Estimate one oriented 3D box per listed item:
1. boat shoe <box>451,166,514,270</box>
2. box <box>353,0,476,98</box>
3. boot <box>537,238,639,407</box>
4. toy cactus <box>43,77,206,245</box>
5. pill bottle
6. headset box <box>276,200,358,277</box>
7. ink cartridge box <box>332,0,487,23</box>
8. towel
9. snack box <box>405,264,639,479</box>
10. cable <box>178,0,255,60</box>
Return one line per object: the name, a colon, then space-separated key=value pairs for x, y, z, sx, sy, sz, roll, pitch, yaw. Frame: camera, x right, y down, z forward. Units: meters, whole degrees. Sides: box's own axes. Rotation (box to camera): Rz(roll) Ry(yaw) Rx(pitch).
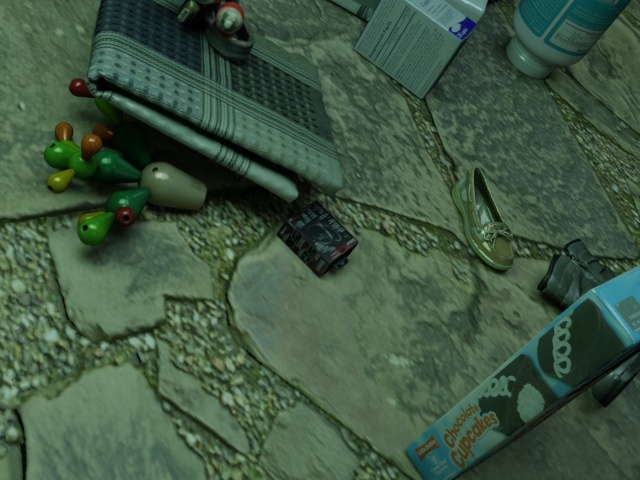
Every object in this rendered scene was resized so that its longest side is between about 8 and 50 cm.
boat shoe: x=0.226 y=-0.030 z=1.172 sx=0.056 sy=0.048 sz=0.153 roll=4 pitch=52 yaw=-27
box: x=0.142 y=-0.309 z=1.304 sx=0.137 sy=0.126 sz=0.072 roll=37 pitch=46 yaw=3
boot: x=0.348 y=0.101 z=1.124 sx=0.161 sy=0.083 sz=0.246 roll=35 pitch=38 yaw=10
toy cactus: x=-0.209 y=-0.083 z=0.945 sx=0.180 sy=0.112 sz=0.219 roll=18 pitch=37 yaw=-29
pill bottle: x=0.421 y=-0.396 z=1.439 sx=0.146 sy=0.264 sz=0.146 roll=16 pitch=48 yaw=-19
headset box: x=0.000 y=0.000 z=1.029 sx=0.083 sy=0.032 sz=0.062 roll=45 pitch=46 yaw=10
ink cartridge box: x=0.131 y=-0.449 z=1.419 sx=0.289 sy=0.121 sz=0.211 roll=28 pitch=45 yaw=-5
towel: x=-0.125 y=-0.194 z=1.057 sx=0.324 sy=0.056 sz=0.312 roll=24 pitch=32 yaw=-25
snack box: x=0.234 y=0.129 z=0.847 sx=0.187 sy=0.322 sz=0.060 roll=-18 pitch=65 yaw=-38
cable: x=-0.116 y=-0.318 z=1.113 sx=0.139 sy=0.072 sz=0.287 roll=40 pitch=28 yaw=-10
